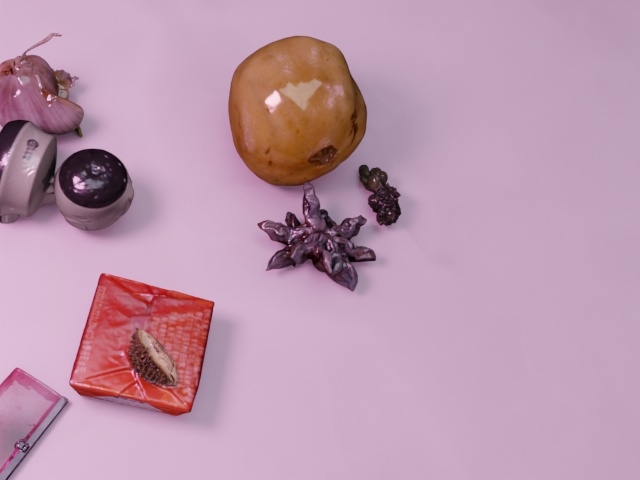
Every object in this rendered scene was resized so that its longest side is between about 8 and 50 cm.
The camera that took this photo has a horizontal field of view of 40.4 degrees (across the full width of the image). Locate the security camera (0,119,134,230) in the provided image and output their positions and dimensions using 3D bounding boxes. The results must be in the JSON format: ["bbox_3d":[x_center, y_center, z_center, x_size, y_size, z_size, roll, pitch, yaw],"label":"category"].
[{"bbox_3d":[-0.516,-0.115,1.748,0.277,0.191,0.197,18,57,-10],"label":"security camera"}]

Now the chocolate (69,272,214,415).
[{"bbox_3d":[-0.345,0.208,1.686,0.234,0.108,0.237,15,61,-12],"label":"chocolate"}]

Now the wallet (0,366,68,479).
[{"bbox_3d":[-0.578,0.350,1.577,0.119,0.025,0.232,33,57,1],"label":"wallet"}]

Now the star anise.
[{"bbox_3d":[0.002,0.004,1.908,0.282,0.129,0.212,24,53,-19],"label":"star anise"}]

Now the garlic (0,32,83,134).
[{"bbox_3d":[-0.586,-0.342,1.834,0.207,0.257,0.207,26,22,-11],"label":"garlic"}]

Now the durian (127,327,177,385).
[{"bbox_3d":[-0.317,0.222,1.612,0.130,0.052,0.066,54,22,10],"label":"durian"}]

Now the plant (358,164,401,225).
[{"bbox_3d":[0.140,-0.111,2.040,0.085,0.087,0.174,3,53,-36],"label":"plant"}]

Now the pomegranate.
[{"bbox_3d":[-0.060,-0.290,1.927,0.332,0.332,0.332,8,61,-15],"label":"pomegranate"}]

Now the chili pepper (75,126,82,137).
[{"bbox_3d":[-0.553,-0.254,1.909,0.083,0.017,0.030,29,59,0],"label":"chili pepper"}]
